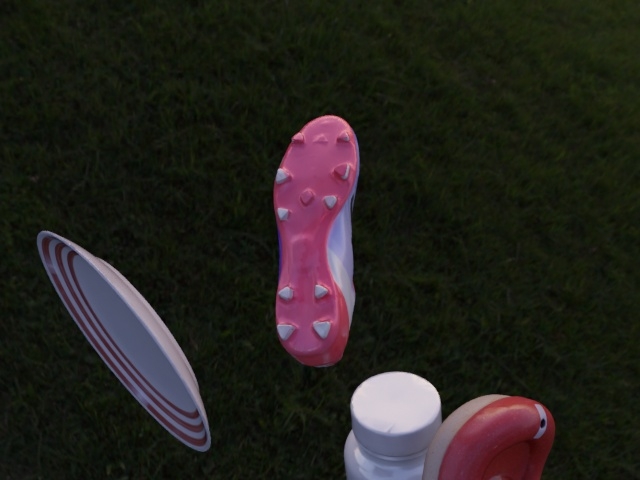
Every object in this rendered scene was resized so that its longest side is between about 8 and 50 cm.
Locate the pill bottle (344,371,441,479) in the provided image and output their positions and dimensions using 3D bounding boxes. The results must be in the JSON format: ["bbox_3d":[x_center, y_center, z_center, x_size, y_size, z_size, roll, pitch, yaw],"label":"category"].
[{"bbox_3d":[0.095,0.276,0.959,0.131,0.229,0.131,-5,32,3],"label":"pill bottle"}]

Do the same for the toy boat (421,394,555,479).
[{"bbox_3d":[0.183,0.265,0.754,0.151,0.151,0.231,14,83,-45],"label":"toy boat"}]

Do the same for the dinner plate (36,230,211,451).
[{"bbox_3d":[-0.099,0.051,0.418,0.017,0.141,0.141,-38,72,-25],"label":"dinner plate"}]

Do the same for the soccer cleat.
[{"bbox_3d":[0.000,0.000,0.779,0.083,0.095,0.248,-2,68,14],"label":"soccer cleat"}]
